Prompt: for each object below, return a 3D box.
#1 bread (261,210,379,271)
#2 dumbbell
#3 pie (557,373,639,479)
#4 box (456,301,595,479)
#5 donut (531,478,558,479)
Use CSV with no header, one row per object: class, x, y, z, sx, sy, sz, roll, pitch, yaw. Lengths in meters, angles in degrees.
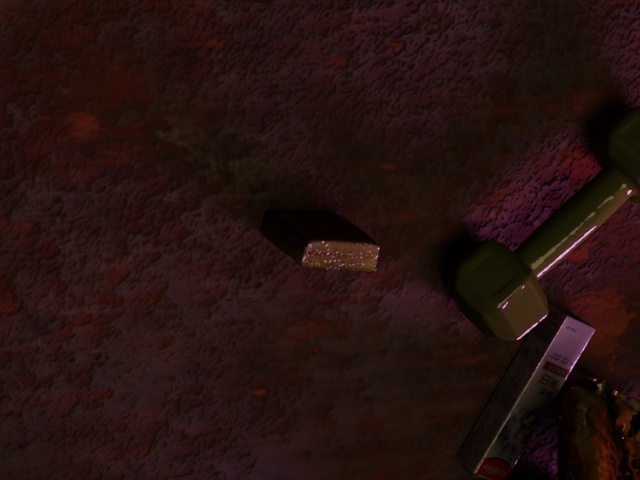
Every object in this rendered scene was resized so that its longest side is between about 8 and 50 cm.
bread,0.000,0.000,1.483,0.090,0.094,0.035,3,109,-30
dumbbell,0.274,-0.018,1.618,0.302,0.121,0.108,-42,154,-6
pie,0.350,0.303,1.740,0.308,0.085,0.308,25,57,-47
box,0.239,0.179,1.729,0.055,0.039,0.218,23,99,-36
donut,0.203,0.380,1.757,0.295,0.112,0.151,-38,128,-10
